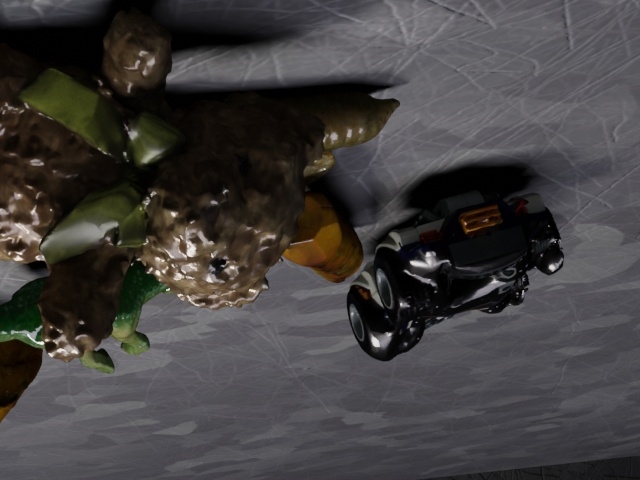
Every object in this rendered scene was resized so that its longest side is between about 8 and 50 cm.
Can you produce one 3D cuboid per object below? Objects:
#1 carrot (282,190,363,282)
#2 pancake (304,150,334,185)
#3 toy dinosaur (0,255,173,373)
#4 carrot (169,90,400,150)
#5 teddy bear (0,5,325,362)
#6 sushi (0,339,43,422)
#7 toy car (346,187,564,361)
[{"bbox_3d":[0.000,0.000,1.535,0.070,0.070,0.260,-12,172,7],"label":"carrot"},{"bbox_3d":[-0.065,-0.058,1.402,0.158,0.028,0.158,-10,167,-2],"label":"pancake"},{"bbox_3d":[-0.253,0.047,1.539,0.447,0.087,0.301,-30,154,5],"label":"toy dinosaur"},{"bbox_3d":[-0.099,-0.078,1.253,0.342,0.070,0.070,-8,164,-11],"label":"carrot"},{"bbox_3d":[-0.154,-0.037,1.076,0.223,0.246,0.296,12,-177,22],"label":"teddy bear"},{"bbox_3d":[-0.405,0.152,1.701,0.140,0.149,0.287,-15,169,30],"label":"sushi"},{"bbox_3d":[0.135,0.025,1.645,0.193,0.118,0.301,-15,164,-12],"label":"toy car"}]
